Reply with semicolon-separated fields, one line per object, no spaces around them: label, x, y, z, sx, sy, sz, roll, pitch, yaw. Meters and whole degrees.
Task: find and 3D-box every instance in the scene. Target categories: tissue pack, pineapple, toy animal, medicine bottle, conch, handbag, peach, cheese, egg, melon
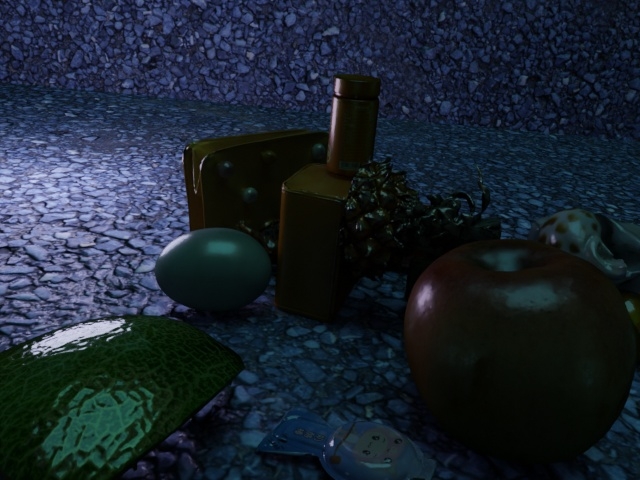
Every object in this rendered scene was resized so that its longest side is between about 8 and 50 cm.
tissue pack;0.000;0.000;1.201;0.145;0.275;0.194;11;24;13
pineapple;0.206;-0.021;1.088;0.271;0.263;0.262;9;23;25
toy animal;-0.108;0.020;1.318;0.116;0.114;0.255;28;22;34
medicine bottle;0.066;-0.232;1.158;0.096;0.192;0.096;3;24;-2
conch;0.568;0.016;1.251;0.182;0.149;0.275;2;41;-17
handbag;-0.133;-0.117;1.413;0.401;0.283;0.133;-18;29;-39
peach;0.634;0.170;1.171;0.118;0.151;0.151;-2;22;14
cheese;0.041;0.298;0.818;0.244;0.052;0.135;9;20;25
egg;-0.213;0.058;1.145;0.230;0.168;0.168;0;25;-6
melon;-0.276;0.211;0.787;0.331;0.226;0.343;5;31;40

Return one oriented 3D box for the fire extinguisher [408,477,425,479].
fire extinguisher;0.200;0.385;0.626;0.294;0.118;0.093;27;66;37

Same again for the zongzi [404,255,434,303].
zongzi;0.380;0.112;1.240;0.322;0.160;0.360;10;2;34

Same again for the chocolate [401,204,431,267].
chocolate;0.220;-0.016;1.468;0.234;0.108;0.237;5;21;17

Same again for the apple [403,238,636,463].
apple;0.300;0.167;0.895;0.338;0.305;0.338;-6;18;2

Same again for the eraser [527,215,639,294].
eraser;0.665;0.046;1.424;0.331;0.150;0.331;7;26;-4
